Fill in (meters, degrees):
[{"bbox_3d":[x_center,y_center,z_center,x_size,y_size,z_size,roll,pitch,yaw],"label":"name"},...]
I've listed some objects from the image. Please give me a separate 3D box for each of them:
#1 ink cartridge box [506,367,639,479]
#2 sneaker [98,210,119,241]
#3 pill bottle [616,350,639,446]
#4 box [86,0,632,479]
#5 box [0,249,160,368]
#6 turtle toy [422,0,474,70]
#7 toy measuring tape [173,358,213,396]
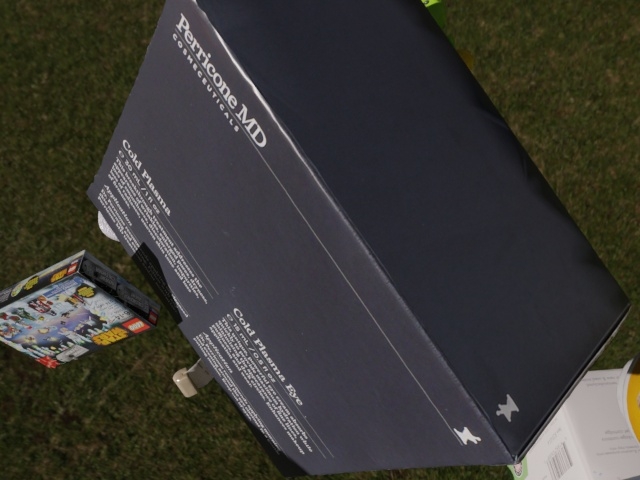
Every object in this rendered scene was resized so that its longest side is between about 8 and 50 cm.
[{"bbox_3d":[0.327,0.345,0.672,0.119,0.207,0.354,-2,49,-7],"label":"ink cartridge box"},{"bbox_3d":[-0.242,-0.037,1.096,0.268,0.153,0.101,1,86,-6],"label":"sneaker"},{"bbox_3d":[0.293,0.120,0.428,0.117,0.215,0.117,0,83,2],"label":"pill bottle"},{"bbox_3d":[0.000,0.000,0.513,0.179,0.312,0.343,-34,90,-34],"label":"box"},{"bbox_3d":[-0.228,0.067,0.557,0.137,0.094,0.027,-23,44,23],"label":"box"},{"bbox_3d":[0.098,-0.177,0.617,0.095,0.066,0.130,28,103,56],"label":"turtle toy"},{"bbox_3d":[-0.125,0.093,0.941,0.121,0.121,0.330,25,52,25],"label":"toy measuring tape"}]
